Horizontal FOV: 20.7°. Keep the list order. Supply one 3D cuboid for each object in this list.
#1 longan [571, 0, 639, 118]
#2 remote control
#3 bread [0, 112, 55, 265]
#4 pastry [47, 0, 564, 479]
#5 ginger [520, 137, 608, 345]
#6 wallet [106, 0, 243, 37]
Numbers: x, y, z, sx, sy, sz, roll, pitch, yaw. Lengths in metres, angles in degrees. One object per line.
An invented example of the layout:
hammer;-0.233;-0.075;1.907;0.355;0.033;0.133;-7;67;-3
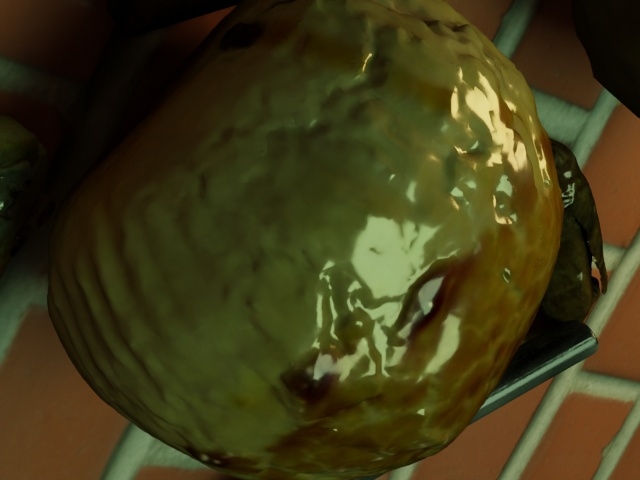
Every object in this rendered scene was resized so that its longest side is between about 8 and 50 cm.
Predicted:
longan;0.435;-0.254;1.526;0.436;0.404;0.404;-2;120;-39
remote control;0.088;0.181;1.668;0.377;0.044;0.107;-28;175;-9
bread;-0.254;-0.022;1.209;0.156;0.064;0.117;-42;144;-15
pastry;0.000;0.000;1.237;0.312;0.388;0.388;44;81;-13
ginger;0.216;-0.003;1.724;0.133;0.107;0.309;-20;138;-6
wallet;-0.054;-0.251;1.266;0.229;0.049;0.182;-21;134;-40
